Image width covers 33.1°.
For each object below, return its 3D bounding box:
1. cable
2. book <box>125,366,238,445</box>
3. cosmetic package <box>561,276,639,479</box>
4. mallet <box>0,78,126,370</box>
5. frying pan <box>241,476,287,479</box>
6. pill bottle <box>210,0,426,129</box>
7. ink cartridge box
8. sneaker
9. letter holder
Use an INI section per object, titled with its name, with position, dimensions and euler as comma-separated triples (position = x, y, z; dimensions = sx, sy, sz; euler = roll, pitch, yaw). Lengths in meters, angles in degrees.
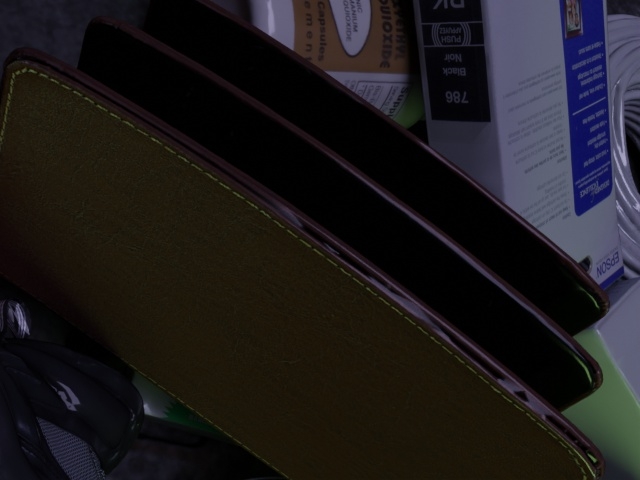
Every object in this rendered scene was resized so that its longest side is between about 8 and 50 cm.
[cable]
position = 0.274, -0.068, 0.925
dimensions = 0.257, 0.089, 0.257
euler = 37, 60, -20
[book]
position = -0.068, 0.052, 0.695
dimensions = 0.096, 0.035, 0.144
euler = 20, 68, -24
[cosmetic package]
position = 0.243, 0.149, 0.826
dimensions = 0.085, 0.117, 0.231
euler = -36, 100, -37
[mallet]
position = -0.159, -0.005, 0.649
dimensions = 0.039, 0.062, 0.189
euler = -19, 74, -38
[frying pan]
position = -0.071, 0.286, 0.612
dimensions = 0.197, 0.053, 0.326
euler = 44, 67, -10
[pill bottle]
position = 0.014, -0.134, 0.735
dimensions = 0.229, 0.131, 0.131
euler = -5, 80, -40
[ink cartridge box]
position = 0.136, -0.107, 0.727
dimensions = 0.165, 0.065, 0.332
euler = -26, 114, -46
[sneaker]
position = -0.131, 0.157, 0.549
dimensions = 0.153, 0.101, 0.268
euler = -49, 120, -69
[letter holder]
position = 0.000, 0.000, 0.542
dimensions = 0.302, 0.214, 0.152
euler = 35, 58, -1
